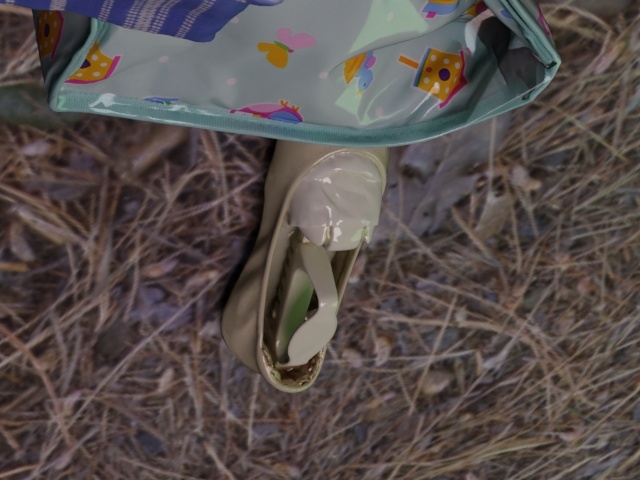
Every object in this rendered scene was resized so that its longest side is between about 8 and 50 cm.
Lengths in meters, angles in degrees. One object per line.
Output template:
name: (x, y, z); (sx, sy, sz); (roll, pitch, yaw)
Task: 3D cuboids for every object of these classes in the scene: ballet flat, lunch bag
ballet flat: (0.000, 0.000, 1.174); (0.086, 0.086, 0.248); (1, 129, -22)
lunch bag: (-0.016, -0.169, 0.918); (0.262, 0.223, 0.160); (3, 135, -23)

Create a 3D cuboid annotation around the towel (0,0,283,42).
towel: (-0.189, -0.107, 0.638); (0.336, 0.243, 0.040); (8, 90, -10)
